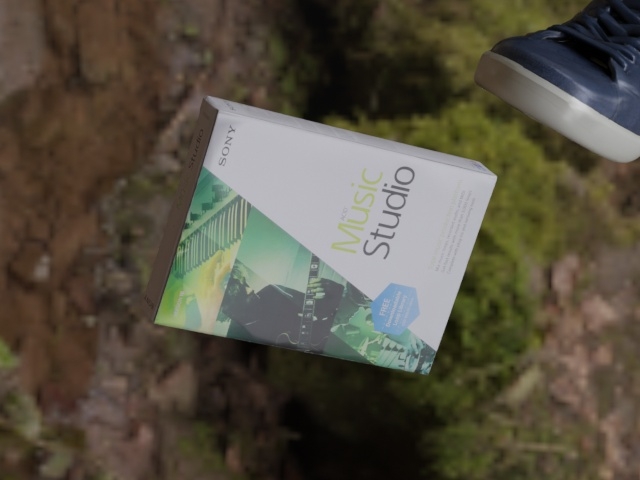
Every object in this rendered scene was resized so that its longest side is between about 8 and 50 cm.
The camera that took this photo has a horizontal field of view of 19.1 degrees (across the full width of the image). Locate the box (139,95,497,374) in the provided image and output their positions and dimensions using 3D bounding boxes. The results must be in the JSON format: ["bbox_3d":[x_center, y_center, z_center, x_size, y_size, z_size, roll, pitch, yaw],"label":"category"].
[{"bbox_3d":[0.000,0.000,1.953,0.322,0.058,0.232,12,105,-22],"label":"box"}]

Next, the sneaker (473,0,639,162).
[{"bbox_3d":[0.231,-0.150,1.361,0.350,0.131,0.148,-13,133,-60],"label":"sneaker"}]
